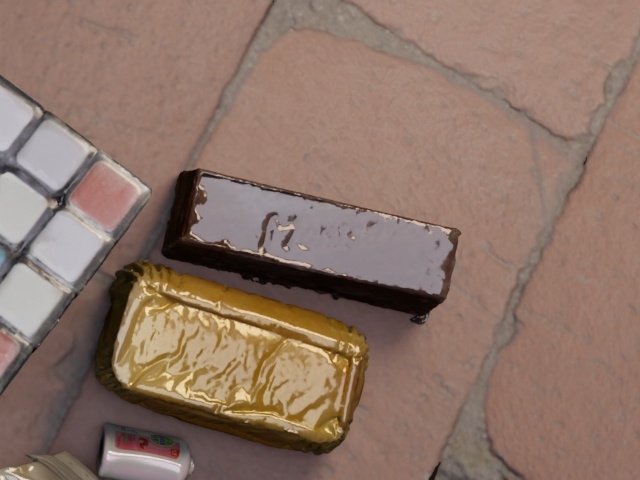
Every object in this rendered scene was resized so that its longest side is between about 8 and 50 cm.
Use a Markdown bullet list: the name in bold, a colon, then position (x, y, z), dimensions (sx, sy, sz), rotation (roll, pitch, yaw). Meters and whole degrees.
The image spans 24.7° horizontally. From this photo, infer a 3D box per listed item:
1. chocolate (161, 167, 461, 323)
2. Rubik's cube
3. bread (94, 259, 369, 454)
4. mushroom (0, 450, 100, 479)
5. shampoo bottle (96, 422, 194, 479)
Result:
- **chocolate**: position (0.000, 0.000, 1.567), dimensions (0.321, 0.112, 0.112), rotation (14, 80, -12)
- **Rubik's cube**: position (-0.348, -0.003, 1.397), dimensions (0.253, 0.256, 0.259), rotation (39, 73, -6)
- **bread**: position (-0.088, 0.123, 1.518), dimensions (0.288, 0.119, 0.153), rotation (17, 80, -11)
- **mushroom**: position (-0.226, 0.353, 1.428), dimensions (0.122, 0.159, 0.329), rotation (-28, 91, 26)
- **shampoo bottle**: position (-0.178, 0.223, 1.502), dimensions (0.099, 0.072, 0.043), rotation (13, 109, -13)
